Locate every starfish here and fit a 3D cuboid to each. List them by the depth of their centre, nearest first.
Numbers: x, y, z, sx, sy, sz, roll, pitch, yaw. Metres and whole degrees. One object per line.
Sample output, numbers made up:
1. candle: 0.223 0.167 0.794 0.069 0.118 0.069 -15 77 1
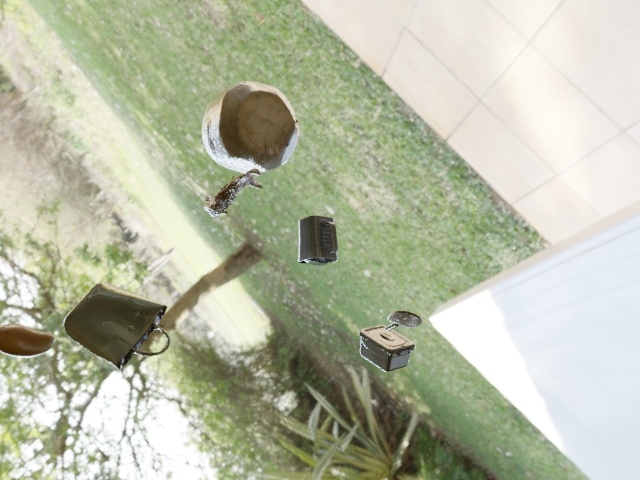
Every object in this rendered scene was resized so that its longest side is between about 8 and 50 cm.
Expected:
1. starfish: -0.190 -0.102 1.307 0.050 0.138 0.247 55 175 -4

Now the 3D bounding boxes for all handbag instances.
1. handbag: -0.601 0.257 1.845 0.315 0.241 0.109 20 146 20

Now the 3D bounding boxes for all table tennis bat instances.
1. table tennis bat: 0.221 0.225 1.675 0.087 0.013 0.156 22 151 -12

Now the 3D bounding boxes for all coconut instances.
1. coconut: -0.189 -0.295 1.624 0.245 0.245 0.247 52 160 -20

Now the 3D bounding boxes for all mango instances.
1. mango: -0.934 0.317 1.906 0.184 0.102 0.085 21 148 -41

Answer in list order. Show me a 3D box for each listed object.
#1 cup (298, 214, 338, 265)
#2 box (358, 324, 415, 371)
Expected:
1. cup: 0.000 0.000 1.674 0.095 0.129 0.128 6 165 -37
2. box: 0.209 0.352 1.962 0.172 0.124 0.093 27 116 49
